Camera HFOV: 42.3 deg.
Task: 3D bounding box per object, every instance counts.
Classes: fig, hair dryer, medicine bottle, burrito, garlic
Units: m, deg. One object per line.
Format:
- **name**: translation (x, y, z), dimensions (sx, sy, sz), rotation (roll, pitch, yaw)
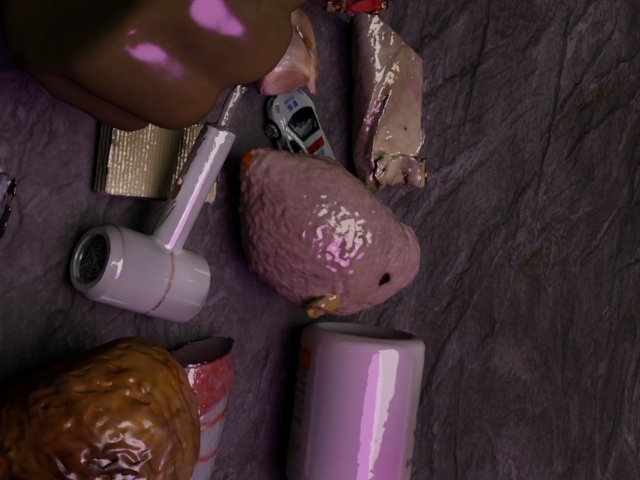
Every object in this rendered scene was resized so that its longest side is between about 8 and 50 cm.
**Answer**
- **fig**: translation (-0.236, 0.306, 0.999), dimensions (0.286, 0.286, 0.369), rotation (-34, 92, -39)
- **hair dryer**: translation (-0.191, -0.068, 1.129), dimensions (0.173, 0.107, 0.358), rotation (24, 92, -48)
- **medicine bottle**: translation (0.054, 0.344, 1.412), dimensions (0.219, 0.219, 0.389), rotation (4, 92, -47)
- **burrito**: translation (0.120, -0.252, 1.486), dimensions (0.175, 0.107, 0.348), rotation (-24, 112, -50)
- **garlic**: translation (-0.056, -0.295, 1.289), dimensions (0.124, 0.099, 0.175), rotation (78, 13, -54)

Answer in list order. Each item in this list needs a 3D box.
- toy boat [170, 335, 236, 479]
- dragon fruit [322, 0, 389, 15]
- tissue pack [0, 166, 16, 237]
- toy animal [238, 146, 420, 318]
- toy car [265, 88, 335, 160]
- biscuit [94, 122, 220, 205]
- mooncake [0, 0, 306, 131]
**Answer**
- **toy boat**: translation (-0.178, 0.294, 1.240), dimensions (0.206, 0.096, 0.283), rotation (-34, 126, -75)
- **dragon fruit**: translation (0.044, -0.500, 1.285), dimensions (0.231, 0.236, 0.303), rotation (-7, 82, -65)
- **tissue pack**: translation (-0.506, 0.005, 0.775), dimensions (0.361, 0.122, 0.259), rotation (0, 133, -49)
- **toy animal**: translation (-0.005, -0.004, 1.308), dimensions (0.358, 0.188, 0.226), rotation (40, 94, -20)
- **toy car**: translation (-0.027, -0.157, 1.377), dimensions (0.095, 0.056, 0.205), rotation (-42, 125, -34)
- **biscuit**: translation (-0.227, -0.114, 1.180), dimensions (0.199, 0.040, 0.121), rotation (5, 91, -49)
- **mooncake**: translation (-0.181, -0.306, 0.970), dimensions (0.200, 0.378, 0.379), rotation (36, 70, -48)
